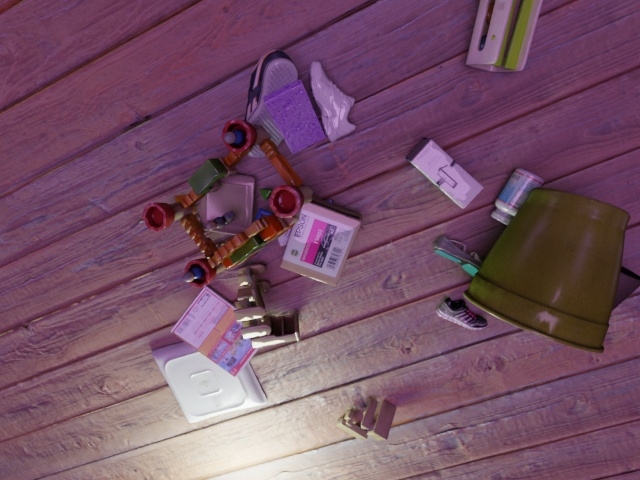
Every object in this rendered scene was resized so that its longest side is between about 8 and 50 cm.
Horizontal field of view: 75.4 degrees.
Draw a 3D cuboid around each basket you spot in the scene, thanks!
[{"bbox_3d":[0.812,0.162,1.262,0.204,0.154,0.226,25,111,-1],"label":"basket"}]

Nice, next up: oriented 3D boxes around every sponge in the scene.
[{"bbox_3d":[-0.070,-0.349,1.193,0.117,0.031,0.210,-24,143,6],"label":"sponge"}]

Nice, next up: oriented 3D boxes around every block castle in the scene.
[{"bbox_3d":[-0.272,-0.090,1.177,0.453,0.213,0.303,-36,90,24],"label":"block castle"}]

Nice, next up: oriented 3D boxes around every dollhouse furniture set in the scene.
[{"bbox_3d":[-0.170,0.223,1.358,0.161,0.212,0.242,-11,125,0],"label":"dollhouse furniture set"},{"bbox_3d":[0.169,0.655,1.541,0.144,0.123,0.151,33,142,-4],"label":"dollhouse furniture set"}]

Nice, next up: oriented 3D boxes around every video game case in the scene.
[{"bbox_3d":[-0.352,0.322,1.468,0.285,0.025,0.204,38,88,-5],"label":"video game case"}]

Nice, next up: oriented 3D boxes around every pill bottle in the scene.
[{"bbox_3d":[0.579,-0.128,1.229,0.087,0.087,0.160,27,108,-2],"label":"pill bottle"}]

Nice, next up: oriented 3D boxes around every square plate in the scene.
[{"bbox_3d":[-0.421,0.523,1.555,0.347,0.049,0.343,-18,103,11],"label":"square plate"}]

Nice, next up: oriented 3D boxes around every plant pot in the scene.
[{"bbox_3d":[0.630,0.054,1.123,0.367,0.366,0.352,18,98,1],"label":"plant pot"}]

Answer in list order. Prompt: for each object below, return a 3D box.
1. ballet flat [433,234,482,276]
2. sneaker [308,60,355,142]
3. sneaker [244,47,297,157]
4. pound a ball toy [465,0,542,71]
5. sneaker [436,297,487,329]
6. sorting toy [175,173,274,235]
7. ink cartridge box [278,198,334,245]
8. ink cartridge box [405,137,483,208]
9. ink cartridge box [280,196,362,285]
[{"bbox_3d":[0.459,0.053,1.310,0.213,0.072,0.068,31,77,-6],"label":"ballet flat"},{"bbox_3d":[0.039,-0.415,1.212,0.115,0.090,0.232,-19,113,5],"label":"sneaker"},{"bbox_3d":[-0.154,-0.400,1.219,0.126,0.127,0.321,3,136,-29],"label":"sneaker"},{"bbox_3d":[0.444,-0.615,1.056,0.208,0.136,0.319,-3,110,-30],"label":"pound a ball toy"},{"bbox_3d":[0.473,0.237,1.362,0.171,0.063,0.074,19,114,5],"label":"sneaker"},{"bbox_3d":[-0.302,-0.122,1.348,0.348,0.047,0.195,9,103,9],"label":"sorting toy"},{"bbox_3d":[-0.046,-0.059,1.341,0.207,0.046,0.097,-16,105,11],"label":"ink cartridge box"},{"bbox_3d":[0.354,-0.198,1.201,0.203,0.148,0.086,40,105,-7],"label":"ink cartridge box"},{"bbox_3d":[0.000,0.000,1.285,0.193,0.088,0.234,19,111,-2],"label":"ink cartridge box"}]
